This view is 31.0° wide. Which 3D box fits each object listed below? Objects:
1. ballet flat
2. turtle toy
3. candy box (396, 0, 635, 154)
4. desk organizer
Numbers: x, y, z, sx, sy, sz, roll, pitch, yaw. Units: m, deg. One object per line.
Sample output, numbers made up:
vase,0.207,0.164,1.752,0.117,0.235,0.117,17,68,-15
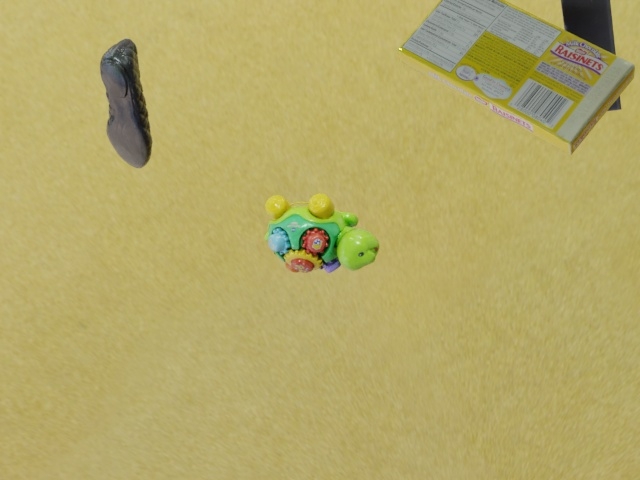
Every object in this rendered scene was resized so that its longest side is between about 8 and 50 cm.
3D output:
ballet flat,-0.207,-0.145,1.275,0.057,0.173,0.049,21,53,15
turtle toy,0.000,0.000,1.202,0.130,0.095,0.066,-1,62,23
candy box,0.184,-0.170,1.109,0.206,0.027,0.105,34,73,27
desk organizer,0.272,-0.197,1.161,0.047,0.130,0.050,-6,33,15
